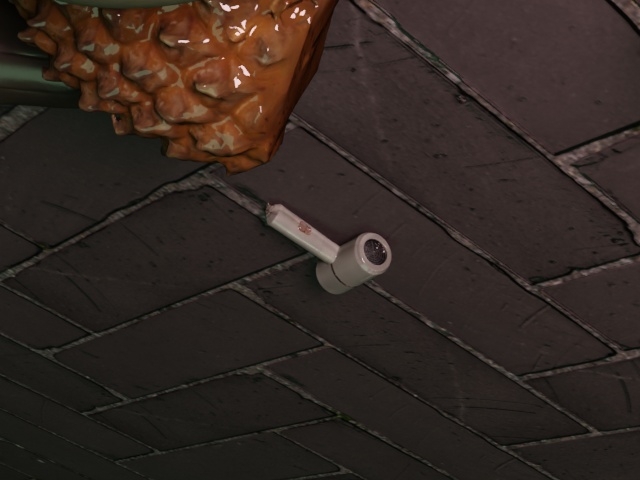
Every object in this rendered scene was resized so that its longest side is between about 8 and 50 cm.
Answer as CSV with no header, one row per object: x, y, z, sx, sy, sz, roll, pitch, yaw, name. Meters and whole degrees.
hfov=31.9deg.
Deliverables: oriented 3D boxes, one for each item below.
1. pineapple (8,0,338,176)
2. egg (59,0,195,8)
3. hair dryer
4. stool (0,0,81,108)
-0.156,-0.204,0.759,0.357,0.223,0.223,28,150,1,pineapple
-0.049,-0.267,0.501,0.336,0.278,0.278,-26,133,30,egg
0.000,0.000,1.174,0.137,0.047,0.082,35,146,-17,hair dryer
-0.241,-0.160,0.963,0.110,0.096,0.096,10,151,-1,stool
